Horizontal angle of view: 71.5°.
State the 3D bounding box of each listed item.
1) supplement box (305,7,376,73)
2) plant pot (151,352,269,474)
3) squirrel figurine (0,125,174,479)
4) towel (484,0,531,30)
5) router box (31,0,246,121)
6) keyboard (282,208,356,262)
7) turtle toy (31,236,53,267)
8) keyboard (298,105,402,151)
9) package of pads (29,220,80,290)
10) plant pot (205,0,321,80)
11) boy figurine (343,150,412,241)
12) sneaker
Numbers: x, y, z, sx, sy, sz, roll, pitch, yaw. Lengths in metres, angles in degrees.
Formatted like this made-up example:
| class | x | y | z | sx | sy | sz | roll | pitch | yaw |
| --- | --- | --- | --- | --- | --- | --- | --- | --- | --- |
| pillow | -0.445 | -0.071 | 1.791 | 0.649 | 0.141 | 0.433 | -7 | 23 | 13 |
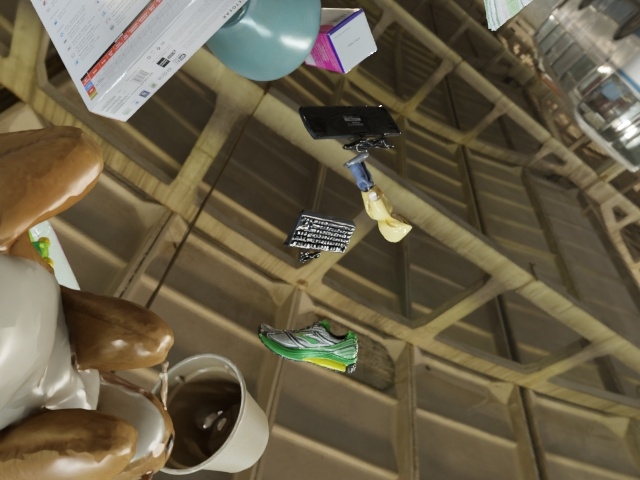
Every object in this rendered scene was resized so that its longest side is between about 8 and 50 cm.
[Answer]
| class | x | y | z | sx | sy | sz | roll | pitch | yaw |
| --- | --- | --- | --- | --- | --- | --- | --- | --- | --- |
| supplement box | 0.029 | -0.531 | 1.172 | 0.220 | 0.111 | 0.114 | 42 | 168 | 49 |
| plant pot | -0.317 | 0.562 | 1.370 | 0.305 | 0.334 | 0.334 | 61 | -165 | -49 |
| squirrel figurine | -0.332 | 0.146 | 0.408 | 0.397 | 0.370 | 0.281 | -8 | -129 | -1 |
| towel | 0.367 | -0.485 | 0.830 | 0.023 | 0.152 | 0.113 | 45 | 171 | 48 |
| router box | -0.323 | -0.431 | 0.758 | 0.301 | 0.335 | 0.082 | 59 | -160 | 11 |
| keyboard | 0.000 | 0.000 | 0.895 | 0.023 | 0.108 | 0.180 | 39 | -162 | 35 |
| turtle toy | -0.645 | 0.052 | 0.981 | 0.066 | 0.130 | 0.095 | 19 | -152 | -48 |
| keyboard | 0.055 | -0.192 | 0.784 | 0.192 | 0.038 | 0.100 | -10 | -117 | -30 |
| package of pads | -0.784 | 0.048 | 1.238 | 0.229 | 0.296 | 0.101 | 21 | -141 | 41 |
| plant pot | -0.167 | -0.518 | 0.985 | 0.290 | 0.290 | 0.195 | 47 | -158 | 5 |
| boy figurine | 0.170 | -0.125 | 1.326 | 0.285 | 0.092 | 0.177 | 59 | -166 | -1 |
| sneaker | -0.041 | 0.325 | 1.476 | 0.344 | 0.146 | 0.134 | 13 | 177 | 0 |
